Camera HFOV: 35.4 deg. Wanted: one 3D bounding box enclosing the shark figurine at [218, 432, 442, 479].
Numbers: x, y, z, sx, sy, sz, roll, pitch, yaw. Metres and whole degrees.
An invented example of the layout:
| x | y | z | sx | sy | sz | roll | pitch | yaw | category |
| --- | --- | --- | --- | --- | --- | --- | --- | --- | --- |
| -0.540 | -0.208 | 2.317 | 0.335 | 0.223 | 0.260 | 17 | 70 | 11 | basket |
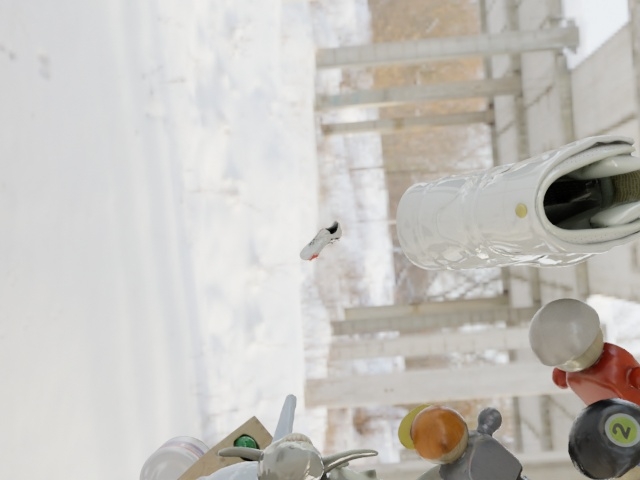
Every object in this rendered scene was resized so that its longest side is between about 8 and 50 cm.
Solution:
| x | y | z | sx | sy | sz | roll | pitch | yaw | category |
| --- | --- | --- | --- | --- | --- | --- | --- | --- | --- |
| 0.012 | 0.254 | 0.938 | 0.278 | 0.166 | 0.116 | 27 | 58 | -45 | shark figurine |

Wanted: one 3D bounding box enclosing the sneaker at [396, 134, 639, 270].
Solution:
| x | y | z | sx | sy | sz | roll | pitch | yaw | category |
| --- | --- | --- | --- | --- | --- | --- | --- | --- | --- |
| 0.224 | -0.029 | 0.818 | 0.169 | 0.293 | 0.108 | -8 | -87 | 51 | sneaker |

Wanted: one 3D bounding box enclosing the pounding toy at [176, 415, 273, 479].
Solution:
| x | y | z | sx | sy | sz | roll | pitch | yaw | category |
| --- | --- | --- | --- | --- | --- | --- | --- | --- | --- |
| -0.120 | 0.337 | 1.449 | 0.100 | 0.141 | 0.130 | 49 | 37 | 8 | pounding toy |

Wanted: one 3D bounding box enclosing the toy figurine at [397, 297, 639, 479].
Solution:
| x | y | z | sx | sy | sz | roll | pitch | yaw | category |
| --- | --- | --- | --- | --- | --- | --- | --- | --- | --- |
| 0.172 | 0.171 | 0.759 | 0.148 | 0.210 | 0.213 | 45 | 20 | -23 | toy figurine |

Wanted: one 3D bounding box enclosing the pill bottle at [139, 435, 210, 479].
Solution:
| x | y | z | sx | sy | sz | roll | pitch | yaw | category |
| --- | --- | --- | --- | --- | --- | --- | --- | --- | --- |
| -0.233 | 0.385 | 1.677 | 0.193 | 0.108 | 0.108 | 77 | 9 | -87 | pill bottle |

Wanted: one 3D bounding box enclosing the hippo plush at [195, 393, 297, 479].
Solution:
| x | y | z | sx | sy | sz | roll | pitch | yaw | category |
| --- | --- | --- | --- | --- | --- | --- | --- | --- | --- |
| -0.103 | 0.346 | 1.029 | 0.234 | 0.294 | 0.236 | 59 | 3 | 1 | hippo plush |

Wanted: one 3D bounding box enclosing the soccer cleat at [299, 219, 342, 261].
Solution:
| x | y | z | sx | sy | sz | roll | pitch | yaw | category |
| --- | --- | --- | --- | --- | --- | --- | --- | --- | --- |
| 0.000 | 0.000 | 1.493 | 0.029 | 0.083 | 0.035 | 35 | -35 | 32 | soccer cleat |
